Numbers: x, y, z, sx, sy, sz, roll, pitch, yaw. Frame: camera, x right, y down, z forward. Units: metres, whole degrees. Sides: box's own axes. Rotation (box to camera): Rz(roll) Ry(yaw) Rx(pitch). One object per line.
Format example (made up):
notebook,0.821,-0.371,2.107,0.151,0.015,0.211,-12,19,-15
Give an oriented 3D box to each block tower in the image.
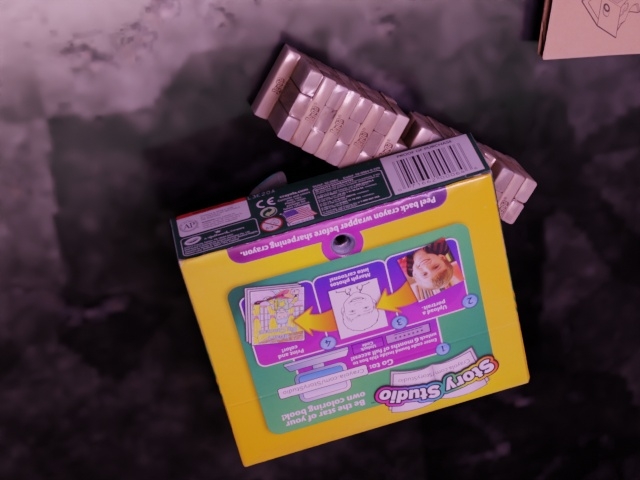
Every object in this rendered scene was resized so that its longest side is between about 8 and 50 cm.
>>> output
block tower,0.088,-0.112,1.862,0.335,0.097,0.091,24,105,-21

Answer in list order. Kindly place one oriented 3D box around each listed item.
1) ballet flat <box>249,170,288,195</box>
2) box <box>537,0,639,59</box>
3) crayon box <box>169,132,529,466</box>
ballet flat,0.000,0.000,1.904,0.068,0.072,0.213,-45,117,-4
box,0.360,-0.298,1.868,0.201,0.021,0.164,-5,116,-21
crayon box,0.041,0.074,1.844,0.363,0.106,0.313,-16,125,-2
